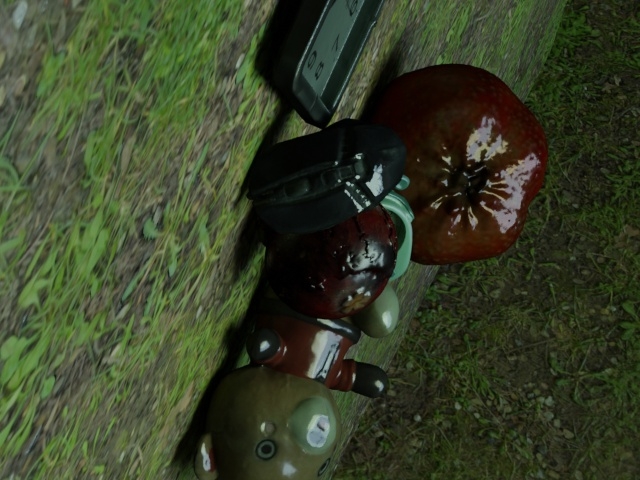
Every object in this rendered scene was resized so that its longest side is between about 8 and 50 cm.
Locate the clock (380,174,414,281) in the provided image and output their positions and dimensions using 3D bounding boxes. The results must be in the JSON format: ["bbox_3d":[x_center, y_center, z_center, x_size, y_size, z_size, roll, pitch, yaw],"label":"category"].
[{"bbox_3d":[0.051,-0.019,2.173,0.060,0.148,0.188,-109,-158,-44],"label":"clock"}]

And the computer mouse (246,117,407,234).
[{"bbox_3d":[0.015,-0.071,1.772,0.192,0.106,0.062,-20,-174,-23],"label":"computer mouse"}]

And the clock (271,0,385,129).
[{"bbox_3d":[0.026,-0.264,1.717,0.279,0.049,0.273,41,73,-80],"label":"clock"}]

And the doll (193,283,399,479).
[{"bbox_3d":[-0.042,0.174,2.057,0.235,0.174,0.330,29,80,-50],"label":"doll"}]

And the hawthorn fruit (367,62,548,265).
[{"bbox_3d":[0.174,-0.119,2.342,0.330,0.287,0.287,-117,-134,-72],"label":"hawthorn fruit"}]

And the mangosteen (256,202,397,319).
[{"bbox_3d":[0.000,0.000,1.885,0.166,0.180,0.166,-33,154,-18],"label":"mangosteen"}]
